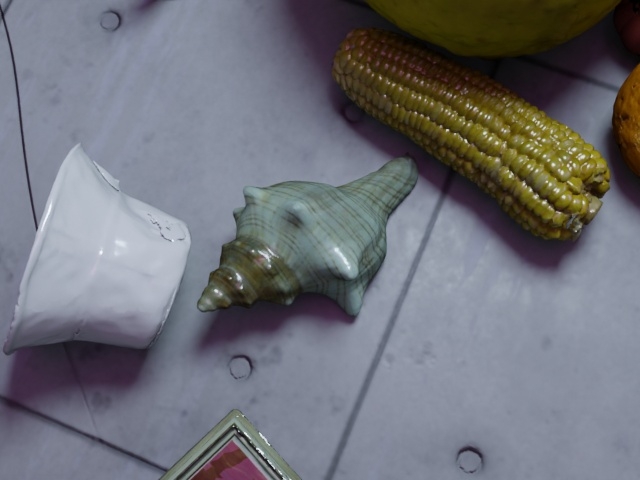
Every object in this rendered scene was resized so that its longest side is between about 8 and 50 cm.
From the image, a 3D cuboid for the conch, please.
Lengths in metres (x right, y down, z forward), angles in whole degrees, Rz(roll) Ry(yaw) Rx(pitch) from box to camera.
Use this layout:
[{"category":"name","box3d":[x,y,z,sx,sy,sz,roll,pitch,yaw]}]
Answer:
[{"category":"conch","box3d":[-0.002,0.006,0.840,0.233,0.114,0.137,-15,86,-6]}]

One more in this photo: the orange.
[{"category":"orange","box3d":[0.329,-0.110,0.840,0.135,0.136,0.117,25,39,11]}]

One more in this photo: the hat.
[{"category":"hat","box3d":[-0.187,0.025,0.825,0.126,0.203,0.203,21,75,-10]}]

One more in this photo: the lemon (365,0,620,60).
[{"category":"lemon","box3d":[0.143,-0.341,0.814,0.387,0.350,0.350,31,78,7]}]

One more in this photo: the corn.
[{"category":"corn","box3d":[0.132,-0.106,0.873,0.291,0.101,0.101,34,79,17]}]

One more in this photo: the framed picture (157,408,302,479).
[{"category":"framed picture","box3d":[-0.103,0.312,0.802,0.273,0.016,0.216,-43,75,-9]}]

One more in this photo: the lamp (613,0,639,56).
[{"category":"lamp","box3d":[0.331,-0.219,0.888,0.107,0.092,0.108,-3,85,37]}]
